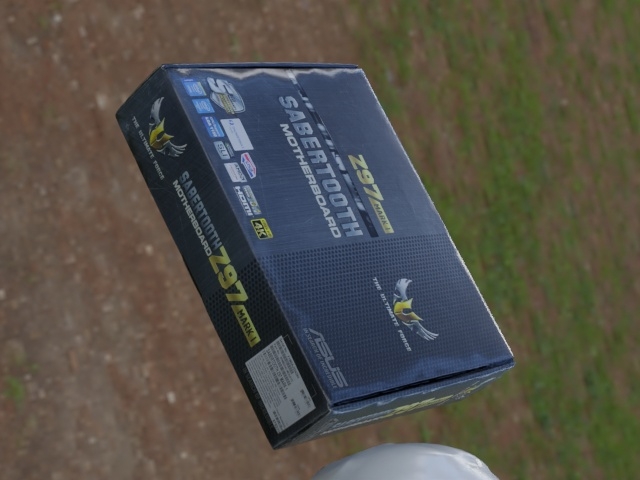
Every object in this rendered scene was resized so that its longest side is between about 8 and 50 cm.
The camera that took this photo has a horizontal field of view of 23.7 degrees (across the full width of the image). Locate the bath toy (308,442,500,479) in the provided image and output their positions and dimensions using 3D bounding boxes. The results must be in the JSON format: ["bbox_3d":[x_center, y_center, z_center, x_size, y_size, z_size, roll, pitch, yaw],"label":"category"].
[{"bbox_3d":[-0.013,0.255,0.701,0.151,0.129,0.348,24,81,-42],"label":"bath toy"}]

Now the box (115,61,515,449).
[{"bbox_3d":[0.000,0.000,0.934,0.183,0.059,0.233,-6,64,-49],"label":"box"}]
